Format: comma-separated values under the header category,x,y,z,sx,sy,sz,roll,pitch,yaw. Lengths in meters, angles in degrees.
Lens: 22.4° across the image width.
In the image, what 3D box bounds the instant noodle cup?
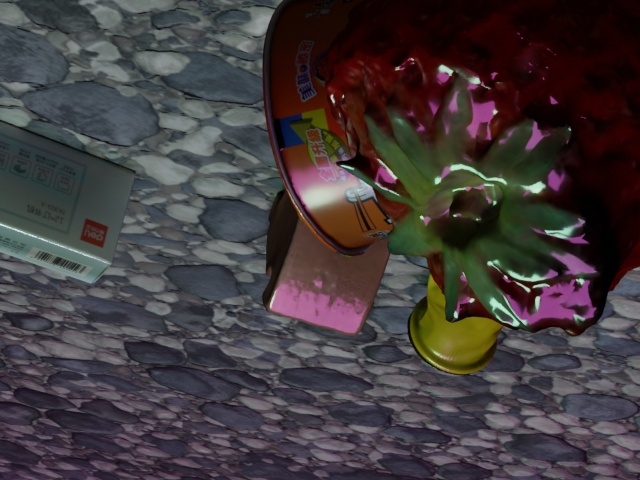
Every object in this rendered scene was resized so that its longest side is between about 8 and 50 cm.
category,x,y,z,sx,sy,sz,roll,pitch,yaw
instant noodle cup,0.090,-0.122,1.453,0.192,0.250,0.250,-11,148,25

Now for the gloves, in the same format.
category,x,y,z,sx,sy,sz,roll,pitch,yaw
gloves,0.209,0.048,1.935,0.133,0.116,0.294,-9,153,-23

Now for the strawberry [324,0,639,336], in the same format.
category,x,y,z,sx,sy,sz,roll,pitch,yaw
strawberry,0.158,-0.107,1.218,0.291,0.310,0.292,13,124,20

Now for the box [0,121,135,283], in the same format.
category,x,y,z,sx,sy,sz,roll,pitch,yaw
box,-0.362,-0.060,1.900,0.269,0.135,0.079,20,151,-19

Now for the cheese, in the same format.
category,x,y,z,sx,sy,sz,roll,pitch,yaw
cheese,0.001,0.013,1.831,0.128,0.177,0.203,17,155,-11
